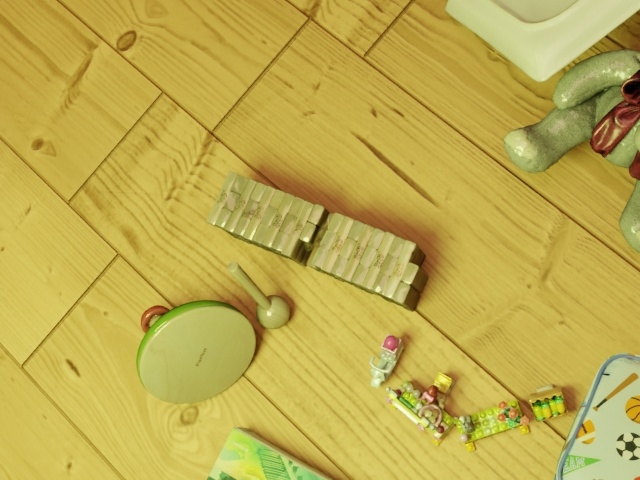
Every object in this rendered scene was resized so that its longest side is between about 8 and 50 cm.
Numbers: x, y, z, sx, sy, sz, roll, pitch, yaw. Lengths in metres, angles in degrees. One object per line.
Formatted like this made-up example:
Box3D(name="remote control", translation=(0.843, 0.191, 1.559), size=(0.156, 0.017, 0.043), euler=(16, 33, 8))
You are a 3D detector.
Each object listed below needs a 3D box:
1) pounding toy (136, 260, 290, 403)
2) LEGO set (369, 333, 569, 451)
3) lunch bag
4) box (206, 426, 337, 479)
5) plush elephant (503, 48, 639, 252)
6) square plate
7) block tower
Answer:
Box3D(name="pounding toy", translation=(-0.182, 0.126, 1.597), size=(0.237, 0.183, 0.110), euler=(-42, 43, 3))
Box3D(name="LEGO set", translation=(0.194, 0.228, 1.471), size=(0.287, 0.107, 0.132), euler=(15, 82, 20))
Box3D(name="lunch bag", translation=(0.461, 0.282, 1.312), size=(0.303, 0.115, 0.243), euler=(22, 67, 20))
Box3D(name="box", translation=(-0.097, 0.464, 1.522), size=(0.232, 0.058, 0.322), euler=(24, 84, 23))
Box3D(name="plush elephant", translation=(0.460, -0.171, 1.394), size=(0.272, 0.255, 0.330), euler=(43, 84, 4))
Box3D(name="square plate", translation=(0.368, -0.402, 1.503), size=(0.347, 0.049, 0.344), euler=(-38, 32, 5))
Box3D(name="block tower", translation=(0.000, 0.000, 1.595), size=(0.335, 0.097, 0.091), euler=(23, 84, 19))
